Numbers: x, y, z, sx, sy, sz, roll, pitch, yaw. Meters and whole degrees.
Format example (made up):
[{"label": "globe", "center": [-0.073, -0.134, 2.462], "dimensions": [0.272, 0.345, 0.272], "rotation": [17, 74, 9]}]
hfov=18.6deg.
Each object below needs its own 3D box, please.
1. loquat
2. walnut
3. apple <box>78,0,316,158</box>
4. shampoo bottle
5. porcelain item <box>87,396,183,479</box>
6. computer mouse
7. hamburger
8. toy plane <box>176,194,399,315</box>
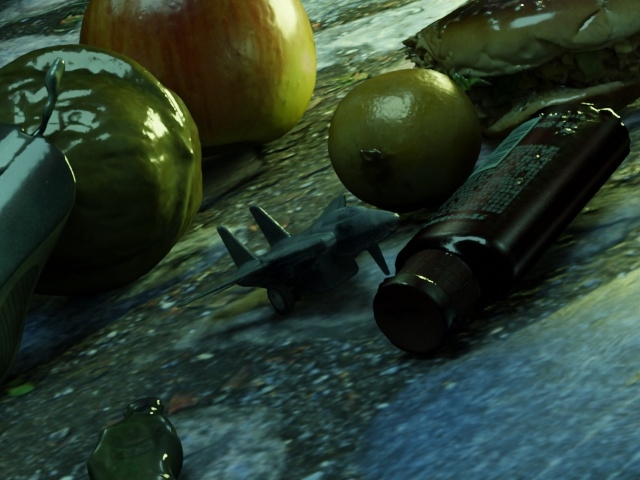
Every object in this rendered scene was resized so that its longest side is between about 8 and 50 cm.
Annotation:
[{"label": "loquat", "center": [0.083, -0.099, 1.921], "dimensions": [0.163, 0.137, 0.163], "rotation": [-31, 10, 6]}, {"label": "walnut", "center": [-0.259, -0.071, 2.021], "dimensions": [0.283, 0.283, 0.227], "rotation": [-14, -1, 17]}, {"label": "apple", "center": [-0.139, -0.214, 2.212], "dimensions": [0.286, 0.233, 0.286], "rotation": [-11, -4, -1]}, {"label": "shampoo bottle", "center": [0.156, -0.014, 1.725], "dimensions": [0.129, 0.084, 0.323], "rotation": [-8, 25, 38]}, {"label": "porcelain item", "center": [-0.146, 0.181, 1.542], "dimensions": [0.081, 0.069, 0.215], "rotation": [-23, 22, 4]}, {"label": "computer mouse", "center": [-0.333, -0.010, 1.868], "dimensions": [0.167, 0.379, 0.090], "rotation": [20, -6, 21]}, {"label": "hamburger", "center": [0.233, -0.203, 2.042], "dimensions": [0.286, 0.146, 0.243], "rotation": [-15, 15, 18]}, {"label": "toy plane", "center": [0.005, 0.010, 1.772], "dimensions": [0.212, 0.088, 0.267], "rotation": [-35, 17, -30]}]
